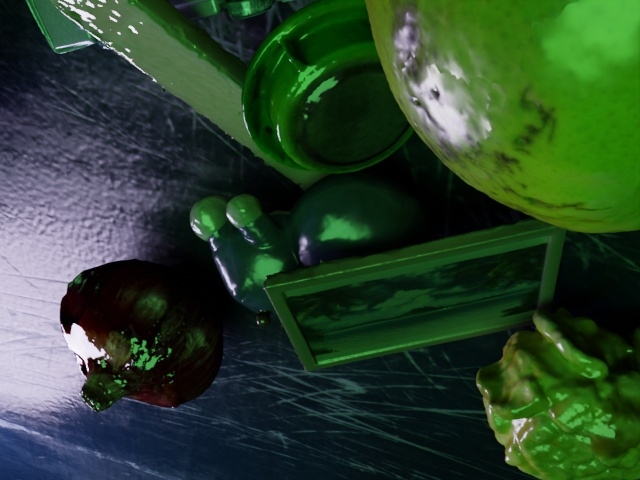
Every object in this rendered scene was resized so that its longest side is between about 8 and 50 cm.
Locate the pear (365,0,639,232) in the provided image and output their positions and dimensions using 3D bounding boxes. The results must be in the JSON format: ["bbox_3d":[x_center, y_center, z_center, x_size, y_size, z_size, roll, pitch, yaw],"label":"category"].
[{"bbox_3d":[0.202,-0.209,0.506,0.390,0.391,0.391,11,128,14],"label":"pear"}]

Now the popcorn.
[{"bbox_3d":[0.305,0.177,0.857,0.235,0.181,0.217,28,131,-14],"label":"popcorn"}]

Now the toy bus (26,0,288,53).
[{"bbox_3d":[-0.135,-0.275,0.733,0.329,0.136,0.109,-4,122,24],"label":"toy bus"}]

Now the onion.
[{"bbox_3d":[-0.258,0.145,1.040,0.252,0.219,0.252,18,136,18],"label":"onion"}]

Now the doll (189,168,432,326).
[{"bbox_3d":[0.000,0.000,0.868,0.258,0.154,0.228,-24,145,18],"label":"doll"}]

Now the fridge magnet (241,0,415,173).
[{"bbox_3d":[0.024,-0.145,0.727,0.207,0.088,0.208,-14,142,-11],"label":"fridge magnet"}]

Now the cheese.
[{"bbox_3d":[-0.094,-0.148,0.761,0.085,0.034,0.400,-10,152,34],"label":"cheese"}]

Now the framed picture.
[{"bbox_3d":[0.111,0.068,0.835,0.314,0.024,0.232,-12,147,5],"label":"framed picture"}]
